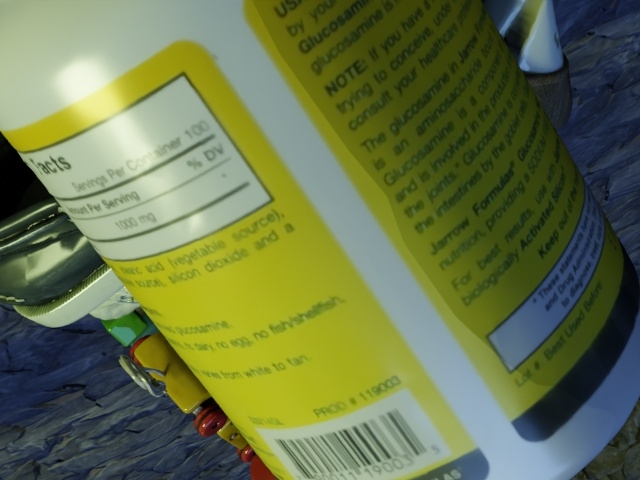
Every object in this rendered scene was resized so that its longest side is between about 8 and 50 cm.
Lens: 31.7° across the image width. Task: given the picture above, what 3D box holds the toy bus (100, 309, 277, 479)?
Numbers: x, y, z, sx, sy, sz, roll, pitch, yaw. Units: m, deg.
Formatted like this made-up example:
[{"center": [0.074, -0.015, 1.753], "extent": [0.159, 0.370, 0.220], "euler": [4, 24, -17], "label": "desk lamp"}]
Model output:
[{"center": [-0.075, 0.105, 0.943], "extent": [0.104, 0.191, 0.202], "euler": [-46, -162, -5], "label": "toy bus"}]

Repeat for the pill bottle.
[{"center": [-0.015, -0.050, 0.465], "extent": [0.188, 0.334, 0.188], "euler": [-30, -159, 13], "label": "pill bottle"}]

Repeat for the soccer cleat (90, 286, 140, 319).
[{"center": [-0.125, 0.016, 0.841], "extent": [0.068, 0.076, 0.196], "euler": [-10, 152, -41], "label": "soccer cleat"}]

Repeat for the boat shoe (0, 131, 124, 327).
[{"center": [-0.090, -0.086, 0.603], "extent": [0.340, 0.127, 0.113], "euler": [-37, 137, 24], "label": "boat shoe"}]

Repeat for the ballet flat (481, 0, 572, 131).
[{"center": [0.085, -0.133, 0.763], "extent": [0.342, 0.116, 0.124], "euler": [-6, 131, -43], "label": "ballet flat"}]
